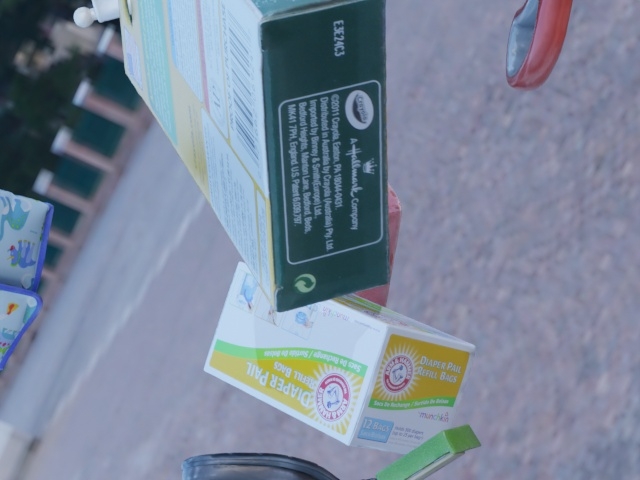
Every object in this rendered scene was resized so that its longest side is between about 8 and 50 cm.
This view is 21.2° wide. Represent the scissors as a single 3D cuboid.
[{"bbox_3d":[0.123,-0.145,0.783,0.297,0.021,0.109,126,153,-81],"label":"scissors"}]

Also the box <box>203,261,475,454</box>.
[{"bbox_3d":[0.014,0.100,1.456,0.203,0.114,0.103,21,94,47],"label":"box"}]

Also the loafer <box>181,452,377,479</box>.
[{"bbox_3d":[-0.011,0.176,1.103,0.062,0.170,0.061,147,136,-66],"label":"loafer"}]

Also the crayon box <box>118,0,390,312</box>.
[{"bbox_3d":[-0.053,-0.130,1.107,0.323,0.083,0.203,-126,27,-50],"label":"crayon box"}]

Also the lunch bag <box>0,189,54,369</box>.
[{"bbox_3d":[-0.301,0.027,1.420,0.096,0.129,0.151,6,82,40],"label":"lunch bag"}]

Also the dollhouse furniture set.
[{"bbox_3d":[0.097,0.191,1.027,0.058,0.152,0.076,-35,-17,27],"label":"dollhouse furniture set"}]

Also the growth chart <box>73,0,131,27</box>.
[{"bbox_3d":[-0.158,-0.266,1.285,0.172,0.237,0.021,-22,38,9],"label":"growth chart"}]

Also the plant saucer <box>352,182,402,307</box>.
[{"bbox_3d":[0.000,0.000,1.746,0.259,0.047,0.258,-118,29,-49],"label":"plant saucer"}]
